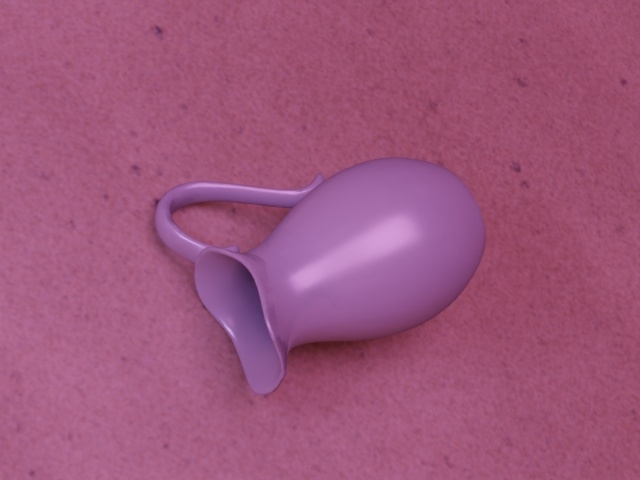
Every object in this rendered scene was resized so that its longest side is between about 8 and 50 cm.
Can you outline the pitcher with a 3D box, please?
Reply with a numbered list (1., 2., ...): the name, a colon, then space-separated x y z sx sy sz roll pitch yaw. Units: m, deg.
1. pitcher: 0.000 0.000 1.427 0.207 0.125 0.178 -24 63 -31
